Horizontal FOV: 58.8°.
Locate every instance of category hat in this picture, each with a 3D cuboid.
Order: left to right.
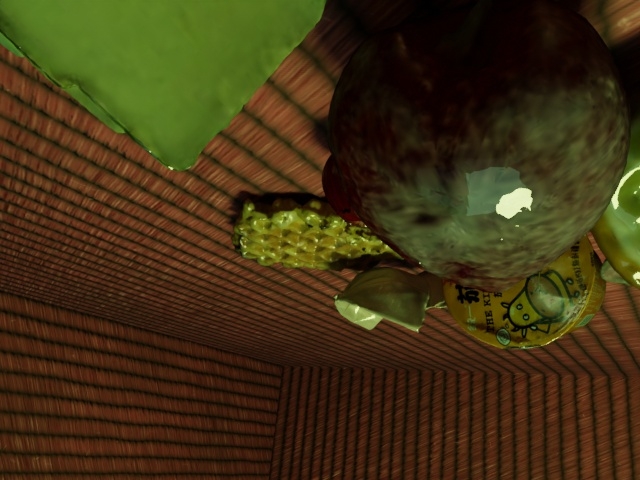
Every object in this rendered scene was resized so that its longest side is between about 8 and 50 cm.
[{"bbox_3d":[0.150,0.074,1.015,0.164,0.226,0.219,45,160,-9],"label":"hat"}]

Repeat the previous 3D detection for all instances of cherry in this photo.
[{"bbox_3d":[0.129,-0.072,0.480,0.230,0.203,0.300,-5,133,18],"label":"cherry"}]

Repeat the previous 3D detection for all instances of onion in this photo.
[{"bbox_3d":[0.064,-0.071,0.667,0.131,0.131,0.131,6,161,2],"label":"onion"}]

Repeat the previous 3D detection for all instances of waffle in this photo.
[{"bbox_3d":[-0.009,-0.002,0.979,0.301,0.058,0.282,12,161,-22],"label":"waffle"}]

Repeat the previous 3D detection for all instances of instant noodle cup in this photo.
[{"bbox_3d":[0.310,0.053,0.834,0.216,0.215,0.172,-10,164,39],"label":"instant noodle cup"}]

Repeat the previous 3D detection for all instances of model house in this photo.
[{"bbox_3d":[-0.143,-0.186,0.373,0.189,0.195,0.214,21,162,48],"label":"model house"}]

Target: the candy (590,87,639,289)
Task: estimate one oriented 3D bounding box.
[{"bbox_3d":[0.363,-0.043,0.482,0.260,0.118,0.259,26,135,28],"label":"candy"}]

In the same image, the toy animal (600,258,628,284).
[{"bbox_3d":[0.426,-0.002,0.632,0.127,0.125,0.251,33,135,7],"label":"toy animal"}]
